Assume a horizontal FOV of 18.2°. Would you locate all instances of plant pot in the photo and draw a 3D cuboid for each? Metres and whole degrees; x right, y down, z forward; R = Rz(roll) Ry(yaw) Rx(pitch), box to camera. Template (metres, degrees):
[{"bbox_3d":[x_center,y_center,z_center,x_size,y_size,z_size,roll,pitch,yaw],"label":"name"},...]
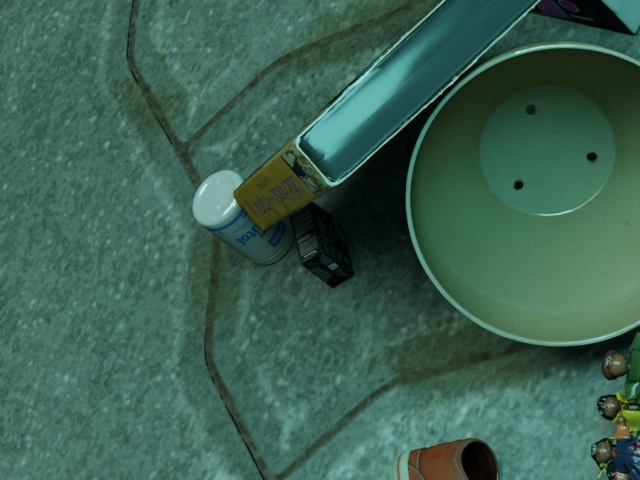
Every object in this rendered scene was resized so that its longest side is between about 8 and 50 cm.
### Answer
[{"bbox_3d":[0.221,-0.064,1.892,0.284,0.284,0.191,-41,12,12],"label":"plant pot"}]

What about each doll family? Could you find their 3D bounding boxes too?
[{"bbox_3d":[0.285,0.182,1.793,0.111,0.076,0.193,3,69,35],"label":"doll family"}]

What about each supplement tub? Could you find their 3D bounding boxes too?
[{"bbox_3d":[-0.084,-0.025,2.199,0.071,0.107,0.071,-21,53,29],"label":"supplement tub"}]

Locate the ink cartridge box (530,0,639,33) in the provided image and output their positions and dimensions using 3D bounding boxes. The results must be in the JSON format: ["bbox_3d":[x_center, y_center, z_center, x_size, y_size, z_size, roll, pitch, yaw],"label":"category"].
[{"bbox_3d":[0.174,-0.333,1.993,0.176,0.371,0.069,21,78,46],"label":"ink cartridge box"}]

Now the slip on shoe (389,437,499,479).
[{"bbox_3d":[0.134,0.286,1.783,0.101,0.123,0.331,-28,27,11],"label":"slip on shoe"}]

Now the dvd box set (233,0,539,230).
[{"bbox_3d":[0.065,-0.147,1.964,0.307,0.062,0.420,-43,3,-10],"label":"dvd box set"}]

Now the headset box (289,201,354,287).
[{"bbox_3d":[0.000,0.000,2.147,0.032,0.062,0.083,-32,49,19],"label":"headset box"}]
